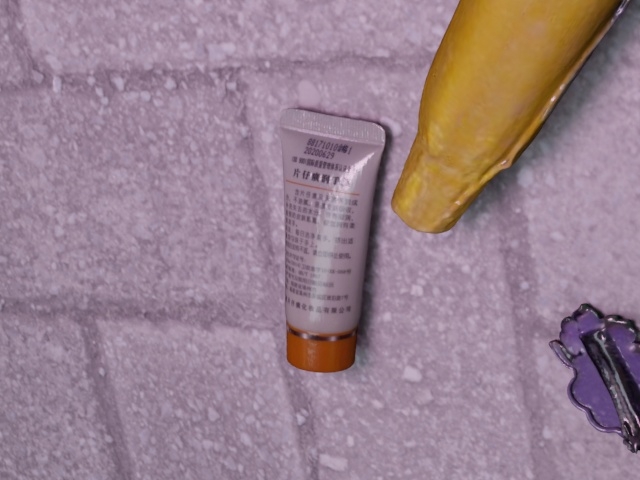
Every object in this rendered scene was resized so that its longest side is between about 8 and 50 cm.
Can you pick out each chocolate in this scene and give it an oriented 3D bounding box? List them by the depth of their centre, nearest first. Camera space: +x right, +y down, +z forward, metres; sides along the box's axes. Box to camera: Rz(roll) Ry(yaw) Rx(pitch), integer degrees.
[{"bbox_3d":[0.198,-0.189,1.621,0.162,0.162,0.445,37,129,14],"label":"chocolate"}]

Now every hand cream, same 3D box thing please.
[{"bbox_3d":[0.000,0.000,1.855,0.140,0.089,0.314,15,114,25],"label":"hand cream"}]

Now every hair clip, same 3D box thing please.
[{"bbox_3d":[0.328,0.163,1.743,0.124,0.052,0.195,-30,88,32],"label":"hair clip"}]
